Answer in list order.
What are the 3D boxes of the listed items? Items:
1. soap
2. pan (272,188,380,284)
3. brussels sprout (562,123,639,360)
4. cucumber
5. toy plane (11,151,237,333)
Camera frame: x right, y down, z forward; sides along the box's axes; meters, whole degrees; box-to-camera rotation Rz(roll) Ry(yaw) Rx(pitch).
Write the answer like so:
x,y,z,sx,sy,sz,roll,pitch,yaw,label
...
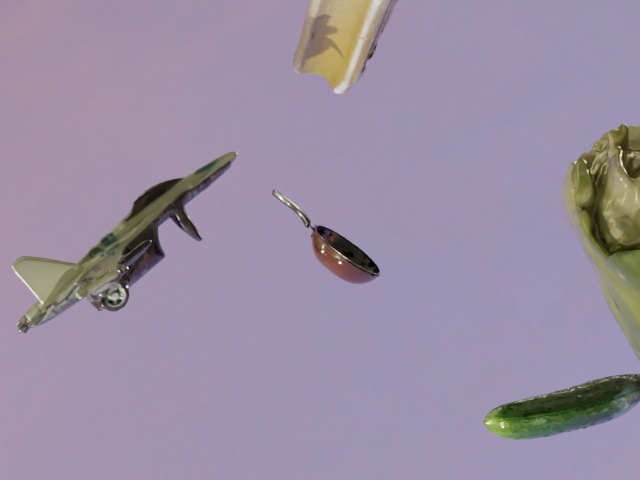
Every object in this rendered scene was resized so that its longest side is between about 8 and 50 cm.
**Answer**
x,y,z,sx,sy,sz,roll,pitch,yaw,label
0.051,-0.286,1.392,0.089,0.274,0.173,25,-111,1,soap
-0.001,0.000,1.125,0.023,0.115,0.068,-51,-176,13,pan
0.409,0.008,1.324,0.276,0.315,0.371,-39,-152,-6,brussels sprout
0.206,0.133,1.062,0.155,0.037,0.037,-14,-145,-8,cucumber
-0.176,0.008,1.263,0.262,0.088,0.192,-30,-170,-11,toy plane
